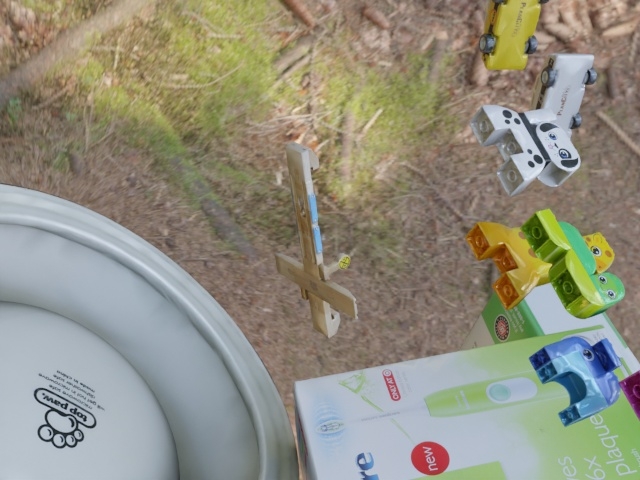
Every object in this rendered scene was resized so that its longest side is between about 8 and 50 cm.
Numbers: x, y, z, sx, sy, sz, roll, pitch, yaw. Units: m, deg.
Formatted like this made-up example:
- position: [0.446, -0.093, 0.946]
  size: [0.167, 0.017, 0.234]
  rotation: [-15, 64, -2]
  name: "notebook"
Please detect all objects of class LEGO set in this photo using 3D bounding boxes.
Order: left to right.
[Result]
- position: [0.169, 0.024, 0.529]
  size: [0.093, 0.087, 0.227]
  rotation: [-13, 66, -28]
  name: "LEGO set"

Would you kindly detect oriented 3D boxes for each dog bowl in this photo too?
- position: [-0.218, 0.145, 0.694]
  size: [0.408, 0.408, 0.150]
  rotation: [38, 112, -15]
  name: "dog bowl"

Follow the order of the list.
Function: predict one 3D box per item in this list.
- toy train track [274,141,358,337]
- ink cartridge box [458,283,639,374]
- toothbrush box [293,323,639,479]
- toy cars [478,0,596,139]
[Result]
- position: [0.000, 0.000, 0.321]
  size: [0.014, 0.048, 0.083]
  rotation: [-30, 129, -30]
  name: "toy train track"
- position: [0.239, 0.215, 0.989]
  size: [0.121, 0.211, 0.289]
  rotation: [6, 129, -23]
  name: "ink cartridge box"
- position: [0.135, 0.204, 0.690]
  size: [0.283, 0.206, 0.122]
  rotation: [-9, 135, -7]
  name: "toothbrush box"
- position: [0.393, -0.343, 1.564]
  size: [0.176, 0.087, 0.394]
  rotation: [-35, 127, 11]
  name: "toy cars"
